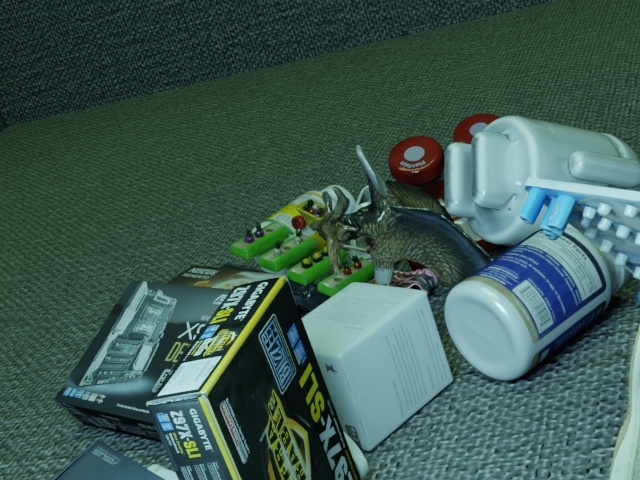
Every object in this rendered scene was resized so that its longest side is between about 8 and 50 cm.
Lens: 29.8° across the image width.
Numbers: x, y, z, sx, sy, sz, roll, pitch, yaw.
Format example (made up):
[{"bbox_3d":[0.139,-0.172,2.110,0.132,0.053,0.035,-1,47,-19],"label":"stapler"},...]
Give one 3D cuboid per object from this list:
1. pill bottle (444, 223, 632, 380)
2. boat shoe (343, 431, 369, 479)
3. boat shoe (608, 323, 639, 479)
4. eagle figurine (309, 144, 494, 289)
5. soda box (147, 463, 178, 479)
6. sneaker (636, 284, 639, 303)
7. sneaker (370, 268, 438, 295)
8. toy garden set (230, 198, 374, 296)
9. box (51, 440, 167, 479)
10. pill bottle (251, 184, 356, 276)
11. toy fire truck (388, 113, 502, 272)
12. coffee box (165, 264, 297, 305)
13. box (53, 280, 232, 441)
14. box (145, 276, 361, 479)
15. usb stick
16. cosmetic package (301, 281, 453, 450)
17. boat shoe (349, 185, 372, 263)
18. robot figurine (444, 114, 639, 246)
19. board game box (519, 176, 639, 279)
[{"bbox_3d":[0.315,0.072,1.700,0.264,0.153,0.153,-30,24,-31],"label":"pill bottle"},{"bbox_3d":[-0.046,0.259,1.554,0.227,0.079,0.081,29,47,24],"label":"boat shoe"},{"bbox_3d":[0.376,0.171,1.268,0.092,0.285,0.103,16,9,37],"label":"boat shoe"},{"bbox_3d":[0.140,-0.001,1.863,0.298,0.226,0.225,6,-28,-14],"label":"eagle figurine"},{"bbox_3d":[-0.264,0.376,1.533,0.216,0.069,0.074,-32,25,-34],"label":"soda box"},{"bbox_3d":[0.522,0.077,1.636,0.209,0.069,0.082,-16,56,42],"label":"sneaker"},{"bbox_3d":[0.133,0.079,1.991,0.119,0.047,0.057,-9,34,26],"label":"sneaker"},{"bbox_3d":[0.000,0.000,2.071,0.244,0.049,0.204,22,36,35],"label":"toy garden set"},{"bbox_3d":[-0.241,0.360,1.436,0.232,0.059,0.183,24,45,26],"label":"box"},{"bbox_3d":[-0.026,-0.022,2.263,0.117,0.118,0.208,3,30,43],"label":"pill bottle"},{"bbox_3d":[0.268,-0.070,2.127,0.302,0.169,0.254,-20,45,-3],"label":"toy fire truck"},{"bbox_3d":[-0.172,0.123,2.046,0.246,0.098,0.141,6,31,46],"label":"coffee box"},{"bbox_3d":[-0.238,0.185,1.857,0.307,0.076,0.242,4,54,44],"label":"box"},{"bbox_3d":[-0.058,0.240,1.350,0.079,0.322,0.257,-11,21,22],"label":"box"},{"bbox_3d":[-0.084,0.085,2.109,0.278,0.077,0.045,10,64,51],"label":"usb stick"},{"bbox_3d":[0.057,0.169,1.669,0.183,0.151,0.151,-32,24,-35],"label":"cosmetic package"},{"bbox_3d":[0.095,-0.028,2.207,0.096,0.088,0.267,-17,21,18],"label":"boat shoe"},{"bbox_3d":[0.364,-0.082,1.881,0.353,0.200,0.300,8,-10,-28],"label":"robot figurine"},{"bbox_3d":[0.471,0.058,1.365,0.390,0.390,0.050,13,74,54],"label":"board game box"}]
